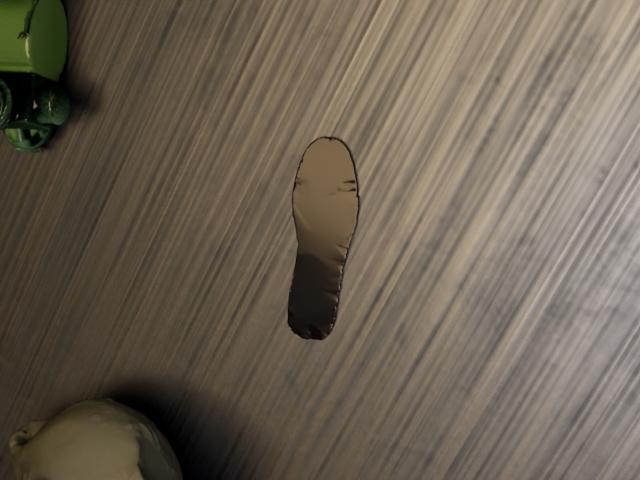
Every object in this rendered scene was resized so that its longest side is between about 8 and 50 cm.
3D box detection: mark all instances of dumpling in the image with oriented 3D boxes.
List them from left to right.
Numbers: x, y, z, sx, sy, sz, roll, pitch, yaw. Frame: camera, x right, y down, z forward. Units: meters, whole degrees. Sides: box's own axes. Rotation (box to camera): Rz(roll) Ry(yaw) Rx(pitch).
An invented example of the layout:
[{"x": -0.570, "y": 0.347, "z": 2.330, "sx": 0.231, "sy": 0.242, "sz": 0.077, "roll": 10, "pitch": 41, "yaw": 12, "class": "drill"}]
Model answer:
[{"x": -0.194, "y": 0.244, "z": 1.159, "sx": 0.258, "sy": 0.147, "sz": 0.193, "roll": 14, "pitch": 141, "yaw": 41, "class": "dumpling"}]

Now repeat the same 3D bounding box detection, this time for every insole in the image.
[{"x": 0.000, "y": 0.000, "z": 1.113, "sx": 0.064, "sy": 0.004, "sz": 0.188, "roll": 11, "pitch": 103, "yaw": 18, "class": "insole"}]

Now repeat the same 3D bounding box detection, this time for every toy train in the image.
[{"x": -0.347, "y": -0.171, "z": 1.170, "sx": 0.253, "sy": 0.105, "sz": 0.157, "roll": 5, "pitch": 87, "yaw": 20, "class": "toy train"}]
